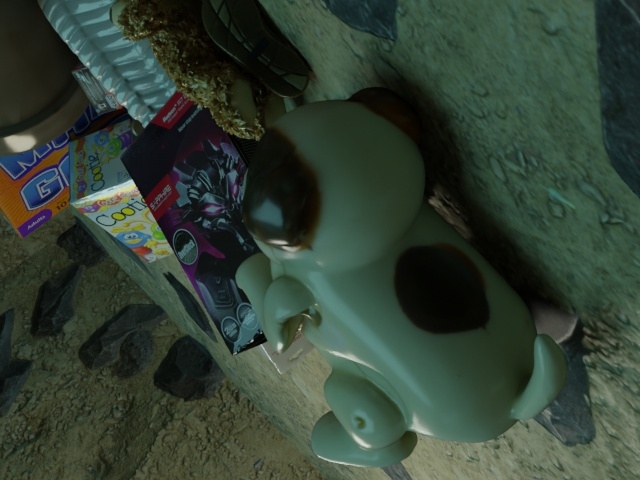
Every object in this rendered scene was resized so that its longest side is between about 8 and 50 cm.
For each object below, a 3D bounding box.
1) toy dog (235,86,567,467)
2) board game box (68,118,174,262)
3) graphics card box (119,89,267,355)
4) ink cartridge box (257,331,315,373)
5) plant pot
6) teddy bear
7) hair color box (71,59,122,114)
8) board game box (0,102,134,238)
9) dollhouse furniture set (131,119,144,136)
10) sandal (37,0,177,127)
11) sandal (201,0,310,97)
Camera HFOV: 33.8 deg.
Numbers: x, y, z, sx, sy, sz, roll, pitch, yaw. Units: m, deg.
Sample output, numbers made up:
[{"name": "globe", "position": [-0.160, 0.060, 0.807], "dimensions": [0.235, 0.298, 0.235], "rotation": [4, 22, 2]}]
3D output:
[{"name": "toy dog", "position": [0.055, 0.039, 1.182], "dimensions": [0.408, 0.284, 0.395], "rotation": [59, 162, -19]}, {"name": "board game box", "position": [-0.354, -0.092, 2.065], "dimensions": [0.275, 0.142, 0.144], "rotation": [45, -150, -55]}, {"name": "graphics card box", "position": [-0.132, -0.042, 1.563], "dimensions": [0.233, 0.094, 0.371], "rotation": [-39, 78, 40]}, {"name": "ink cartridge box", "position": [-0.098, 0.183, 2.239], "dimensions": [0.061, 0.104, 0.181], "rotation": [28, 152, 56]}, {"name": "plant pot", "position": [-0.564, -0.346, 1.752], "dimensions": [0.323, 0.323, 0.280], "rotation": [45, 164, 23]}, {"name": "teddy bear", "position": [-0.174, -0.248, 1.396], "dimensions": [0.338, 0.113, 0.245], "rotation": [45, -159, 1]}, {"name": "hair color box", "position": [-0.360, -0.303, 1.817], "dimensions": [0.167, 0.053, 0.093], "rotation": [-77, -33, -48]}, {"name": "board game box", "position": [-0.593, -0.302, 2.087], "dimensions": [0.356, 0.356, 0.356], "rotation": [45, 163, 21]}, {"name": "dollhouse furniture set", "position": [-0.254, -0.128, 1.881], "dimensions": [0.242, 0.161, 0.212], "rotation": [56, 164, -16]}, {"name": "sandal", "position": [-0.331, -0.353, 1.690], "dimensions": [0.416, 0.169, 0.102], "rotation": [60, -155, -9]}, {"name": "sandal", "position": [-0.083, -0.250, 1.332], "dimensions": [0.180, 0.072, 0.049], "rotation": [47, -174, 3]}]
